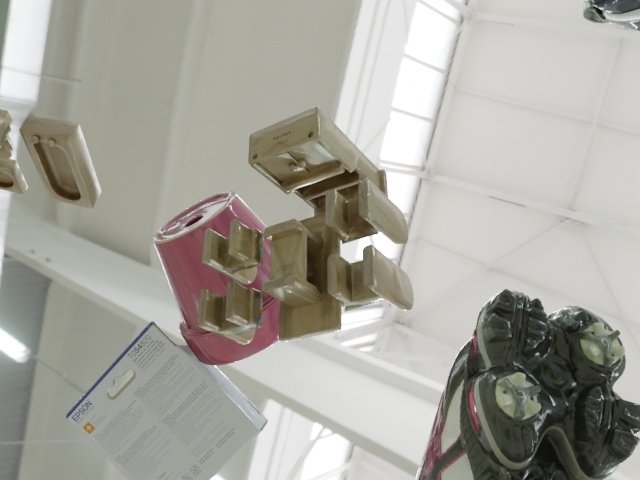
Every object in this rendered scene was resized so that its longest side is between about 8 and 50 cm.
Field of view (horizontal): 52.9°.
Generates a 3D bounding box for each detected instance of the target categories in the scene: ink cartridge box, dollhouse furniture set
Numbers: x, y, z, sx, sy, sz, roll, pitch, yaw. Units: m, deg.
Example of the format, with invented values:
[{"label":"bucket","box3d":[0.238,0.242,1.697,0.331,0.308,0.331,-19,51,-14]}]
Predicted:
[{"label":"ink cartridge box","box3d":[-0.229,0.263,0.953,0.224,0.045,0.223,45,-76,2]},{"label":"dollhouse furniture set","box3d":[-0.326,-0.044,0.651,0.151,0.144,0.123,13,-123,2]},{"label":"dollhouse furniture set","box3d":[0.000,0.000,0.739,0.212,0.161,0.242,-16,-122,28]}]

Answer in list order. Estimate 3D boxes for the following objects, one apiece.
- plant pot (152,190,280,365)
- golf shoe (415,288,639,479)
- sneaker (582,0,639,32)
[{"label":"plant pot","box3d":[-0.129,0.040,0.889,0.201,0.201,0.180,-14,-65,34]},{"label":"golf shoe","box3d":[0.090,0.159,0.320,0.105,0.273,0.120,23,-34,1]},{"label":"sneaker","box3d":[0.278,-0.268,0.515,0.153,0.235,0.094,9,-122,14]}]
